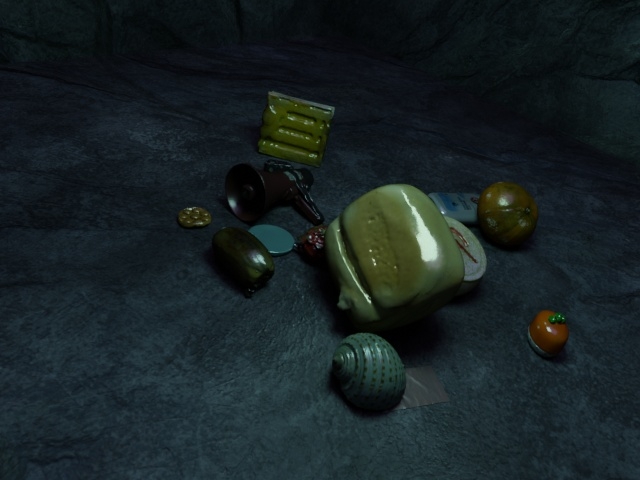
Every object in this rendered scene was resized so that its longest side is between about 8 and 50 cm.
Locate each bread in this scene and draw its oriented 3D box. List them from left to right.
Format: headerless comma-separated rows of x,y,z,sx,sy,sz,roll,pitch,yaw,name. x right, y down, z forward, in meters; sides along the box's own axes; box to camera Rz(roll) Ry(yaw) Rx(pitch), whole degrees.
-0.412,-0.074,1.610,0.110,0.024,0.110,8,35,-6,bread
0.202,0.040,1.367,0.253,0.348,0.376,20,41,-56,bread

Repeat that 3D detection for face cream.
0.586,-0.124,1.923,0.336,0.080,0.163,0,42,-16,face cream

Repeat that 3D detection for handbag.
-0.166,-0.285,1.938,0.115,0.072,0.139,5,24,-8,handbag

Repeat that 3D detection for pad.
0.220,0.366,1.229,0.187,0.006,0.113,-2,38,-19,pad

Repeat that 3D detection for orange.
0.688,-0.100,1.798,0.240,0.171,0.240,4,81,-25,orange

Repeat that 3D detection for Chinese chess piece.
0.390,0.048,1.552,0.270,0.112,0.270,15,50,-18,Chinese chess piece

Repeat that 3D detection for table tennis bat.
-0.202,-0.010,1.578,0.244,0.040,0.153,7,36,-14,table tennis bat

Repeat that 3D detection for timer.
0.656,0.256,1.409,0.099,0.136,0.136,3,37,-4,timer

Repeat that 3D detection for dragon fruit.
-0.003,0.006,1.551,0.130,0.121,0.142,28,3,-17,dragon fruit

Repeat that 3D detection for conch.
0.127,0.298,1.181,0.199,0.131,0.172,-3,35,-14,conch

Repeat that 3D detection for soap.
-0.101,-0.462,2.027,0.281,0.259,0.143,17,31,1,soap

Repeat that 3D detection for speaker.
-0.123,-0.174,1.707,0.259,0.198,0.329,26,28,38,speaker

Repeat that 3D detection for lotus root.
-0.227,0.042,1.431,0.124,0.123,0.241,-15,46,-45,lotus root
